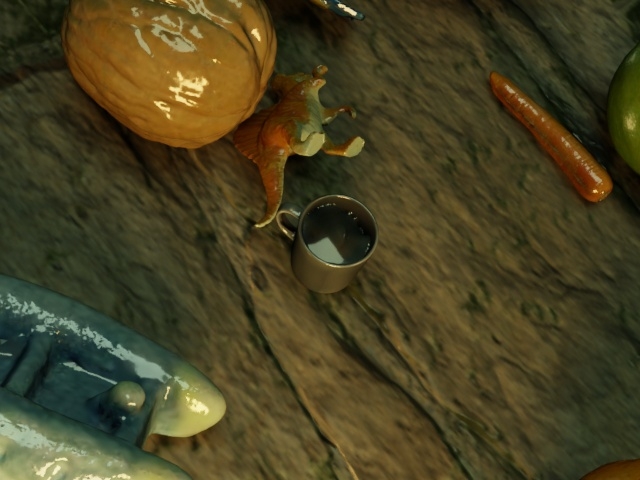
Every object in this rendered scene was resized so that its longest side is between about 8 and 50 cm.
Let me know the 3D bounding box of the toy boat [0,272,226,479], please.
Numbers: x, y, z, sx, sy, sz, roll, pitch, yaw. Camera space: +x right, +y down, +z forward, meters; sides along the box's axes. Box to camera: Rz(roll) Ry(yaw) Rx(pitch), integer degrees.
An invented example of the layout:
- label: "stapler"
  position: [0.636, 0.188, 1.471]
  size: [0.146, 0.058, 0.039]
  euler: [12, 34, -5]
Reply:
- label: "toy boat"
  position: [-0.235, 0.105, 0.953]
  size: [0.329, 0.123, 0.215]
  euler: [23, 31, -2]

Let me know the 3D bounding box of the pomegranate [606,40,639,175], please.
- label: "pomegranate"
  position: [0.410, -0.131, 1.255]
  size: [0.240, 0.159, 0.190]
  euler: [23, 67, -32]

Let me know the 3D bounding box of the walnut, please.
- label: "walnut"
  position: [-0.150, -0.194, 1.136]
  size: [0.213, 0.213, 0.213]
  euler: [5, 63, -10]

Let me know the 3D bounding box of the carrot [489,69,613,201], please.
- label: "carrot"
  position: [0.248, -0.116, 1.272]
  size: [0.037, 0.037, 0.190]
  euler: [-31, 71, -24]

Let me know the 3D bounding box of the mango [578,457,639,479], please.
- label: "mango"
  position: [0.254, 0.357, 0.967]
  size: [0.199, 0.201, 0.350]
  euler: [7, 66, 32]

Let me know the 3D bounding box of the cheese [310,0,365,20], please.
- label: "cheese"
  position: [-0.076, -0.298, 1.233]
  size: [0.270, 0.177, 0.069]
  euler: [27, 95, -15]

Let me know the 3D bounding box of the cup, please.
- label: "cup"
  position: [0.000, 0.000, 1.132]
  size: [0.100, 0.077, 0.078]
  euler: [33, 62, 4]

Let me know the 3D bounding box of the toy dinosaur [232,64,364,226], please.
- label: "toy dinosaur"
  position: [-0.041, -0.108, 1.159]
  size: [0.142, 0.057, 0.212]
  euler: [22, 48, 36]
